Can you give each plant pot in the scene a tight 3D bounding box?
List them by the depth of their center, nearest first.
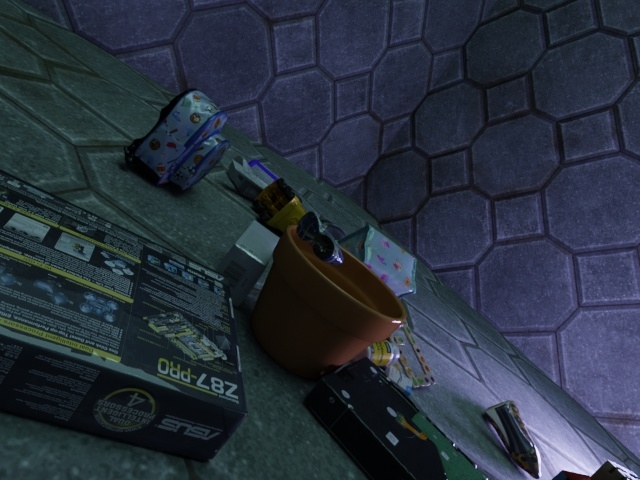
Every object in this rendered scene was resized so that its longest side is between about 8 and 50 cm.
[{"bbox_3d":[-0.005,0.134,0.882,0.290,0.204,0.291,36,12,-9],"label":"plant pot"}]

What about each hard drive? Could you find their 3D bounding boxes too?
[{"bbox_3d":[0.148,0.366,0.788,0.339,0.064,0.237,41,13,22],"label":"hard drive"}]

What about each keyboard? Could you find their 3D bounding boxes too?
[{"bbox_3d":[-0.231,-0.218,1.651,0.256,0.014,0.072,35,25,-42],"label":"keyboard"}]

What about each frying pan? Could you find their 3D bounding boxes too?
[{"bbox_3d":[0.054,0.082,1.452,0.197,0.053,0.326,-27,94,-42],"label":"frying pan"}]

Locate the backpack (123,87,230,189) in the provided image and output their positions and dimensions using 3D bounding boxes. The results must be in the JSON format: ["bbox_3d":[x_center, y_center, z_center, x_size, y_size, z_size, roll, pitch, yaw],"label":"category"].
[{"bbox_3d":[-0.375,-0.283,1.233,0.213,0.263,0.276,34,12,-15],"label":"backpack"}]

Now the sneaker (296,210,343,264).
[{"bbox_3d":[0.000,0.000,0.823,0.058,0.052,0.135,38,15,-46],"label":"sneaker"}]

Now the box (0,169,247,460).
[{"bbox_3d":[-0.292,0.076,0.560,0.394,0.097,0.318,30,12,-28],"label":"box"}]

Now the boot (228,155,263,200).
[{"bbox_3d":[-0.280,-0.232,1.748,0.123,0.095,0.258,34,20,-41],"label":"boot"}]

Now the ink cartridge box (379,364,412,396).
[{"bbox_3d":[0.175,0.332,1.044,0.083,0.028,0.048,37,26,-1],"label":"ink cartridge box"}]

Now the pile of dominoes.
[{"bbox_3d":[0.213,0.267,1.174,0.195,0.040,0.251,10,47,-46],"label":"pile of dominoes"}]

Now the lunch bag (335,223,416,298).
[{"bbox_3d":[0.120,0.095,1.313,0.223,0.262,0.160,32,51,-27],"label":"lunch bag"}]

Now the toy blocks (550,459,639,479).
[{"bbox_3d":[0.465,0.493,0.742,0.381,0.261,0.191,30,15,-30],"label":"toy blocks"}]

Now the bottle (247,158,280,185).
[{"bbox_3d":[-0.199,-0.216,1.830,0.283,0.092,0.118,41,-18,16],"label":"bottle"}]

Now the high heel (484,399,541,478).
[{"bbox_3d":[0.545,0.554,1.238,0.186,0.093,0.261,68,12,23],"label":"high heel"}]

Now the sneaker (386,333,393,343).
[{"bbox_3d":[0.129,0.221,1.224,0.208,0.081,0.094,31,20,-19],"label":"sneaker"}]

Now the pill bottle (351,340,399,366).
[{"bbox_3d":[0.132,0.267,1.051,0.116,0.065,0.065,11,26,-38],"label":"pill bottle"}]

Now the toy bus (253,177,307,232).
[{"bbox_3d":[-0.115,-0.096,1.589,0.211,0.149,0.220,45,4,-34],"label":"toy bus"}]

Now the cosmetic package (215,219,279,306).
[{"bbox_3d":[-0.165,0.043,0.979,0.085,0.117,0.231,36,14,-6],"label":"cosmetic package"}]
